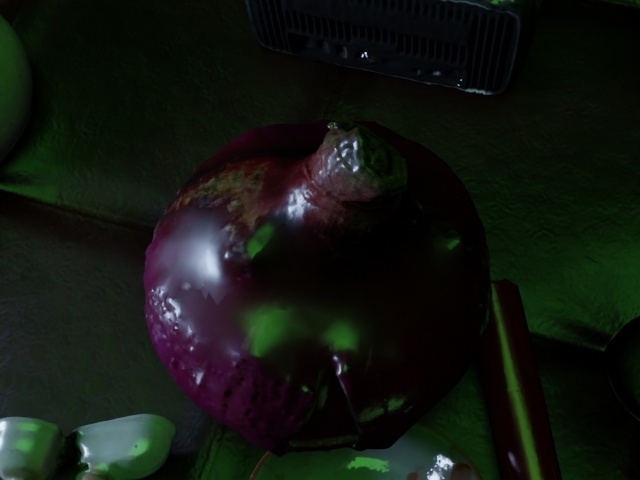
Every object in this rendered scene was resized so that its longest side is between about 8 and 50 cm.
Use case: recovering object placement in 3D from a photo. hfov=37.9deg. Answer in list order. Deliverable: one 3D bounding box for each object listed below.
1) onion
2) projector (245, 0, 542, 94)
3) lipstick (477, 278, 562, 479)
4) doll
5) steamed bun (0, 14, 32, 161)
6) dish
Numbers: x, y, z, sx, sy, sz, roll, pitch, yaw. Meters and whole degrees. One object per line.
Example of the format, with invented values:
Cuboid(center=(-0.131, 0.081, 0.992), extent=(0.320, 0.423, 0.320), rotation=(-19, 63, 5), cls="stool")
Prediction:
Cuboid(center=(0.000, 0.000, 0.987), extent=(0.398, 0.420, 0.399), rotation=(0, 56, 1), cls="onion")
Cuboid(center=(0.125, -0.444, 1.254), extent=(0.394, 0.242, 0.405), rotation=(14, 71, 9), cls="projector")
Cuboid(center=(0.226, 0.185, 1.084), extent=(0.073, 0.073, 0.280), rotation=(-8, 68, 1), cls="lipstick")
Cuboid(center=(-0.274, 0.378, 0.996), extent=(0.348, 0.161, 0.423), rotation=(-31, 54, -1), cls="doll")
Cuboid(center=(-0.533, -0.215, 1.244), extent=(0.282, 0.177, 0.283), rotation=(-2, 67, 4), cls="steamed bun")
Cuboid(center=(0.049, 0.307, 1.011), extent=(0.260, 0.085, 0.260), rotation=(-2, 34, 1), cls="dish")
